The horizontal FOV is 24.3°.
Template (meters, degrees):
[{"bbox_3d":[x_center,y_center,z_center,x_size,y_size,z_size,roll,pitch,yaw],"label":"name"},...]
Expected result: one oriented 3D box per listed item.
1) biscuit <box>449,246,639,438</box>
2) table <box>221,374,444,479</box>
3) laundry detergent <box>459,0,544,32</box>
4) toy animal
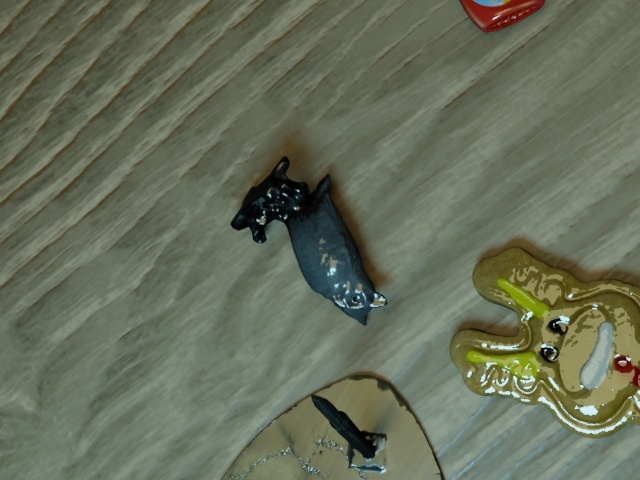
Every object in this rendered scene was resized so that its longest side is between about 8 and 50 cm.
[{"bbox_3d":[0.296,0.123,1.670,0.295,0.044,0.186,16,90,14],"label":"biscuit"},{"bbox_3d":[0.007,0.323,1.605,0.317,0.249,0.317,-1,83,13],"label":"table"},{"bbox_3d":[0.193,-0.331,1.740,0.097,0.049,0.165,-24,78,2],"label":"laundry detergent"},{"bbox_3d":[0.004,0.001,1.743,0.210,0.121,0.117,47,50,-3],"label":"toy animal"}]
